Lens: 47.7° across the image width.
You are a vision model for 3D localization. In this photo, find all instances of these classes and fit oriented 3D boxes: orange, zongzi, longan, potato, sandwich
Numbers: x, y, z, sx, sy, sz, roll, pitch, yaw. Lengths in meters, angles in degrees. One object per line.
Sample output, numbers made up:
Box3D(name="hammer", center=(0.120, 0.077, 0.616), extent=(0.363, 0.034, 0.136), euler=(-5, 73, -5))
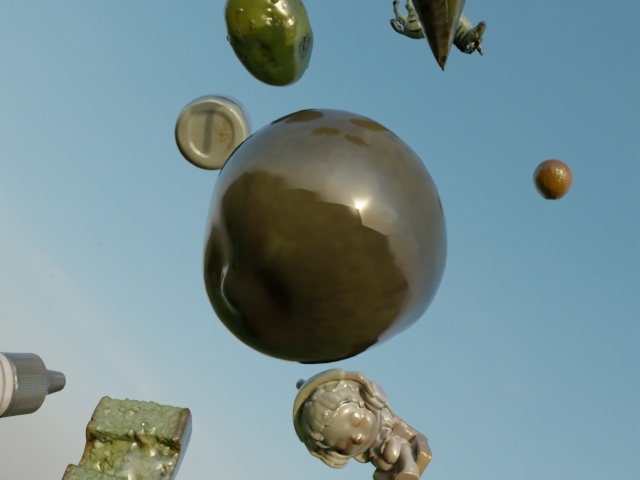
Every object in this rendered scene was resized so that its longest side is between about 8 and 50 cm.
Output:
Box3D(name="orange", center=(0.468, -0.122, 1.464), extent=(0.085, 0.085, 0.085), euler=(28, -30, 18))
Box3D(name="zongzi", center=(0.243, -0.492, 1.315), extent=(0.139, 0.286, 0.299), euler=(5, -55, 40))
Box3D(name="longan", center=(0.000, 0.000, 0.984), extent=(0.361, 0.361, 0.361), euler=(28, -30, 18))
Box3D(name="potato", center=(-0.112, -0.455, 1.565), extent=(0.148, 0.186, 0.253), euler=(-154, -128, -79))
Box3D(name="sandwich", center=(-0.250, 0.319, 0.891), extent=(0.122, 0.235, 0.128), euler=(13, -41, 1))

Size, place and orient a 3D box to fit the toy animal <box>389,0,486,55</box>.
Box3D(name="toy animal", center=(0.260, -0.483, 1.609), extent=(0.217, 0.175, 0.073), euler=(-4, -9, 20))

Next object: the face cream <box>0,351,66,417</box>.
Box3D(name="face cream", center=(-0.401, 0.151, 0.742), extent=(0.092, 0.092, 0.311), euler=(16, 4, 36))

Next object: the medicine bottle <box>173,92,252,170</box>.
Box3D(name="medicine bottle", center=(-0.190, -0.203, 1.326), extent=(0.131, 0.131, 0.250), euler=(44, 6, -11))

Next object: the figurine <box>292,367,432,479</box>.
Box3D(name="figurine", center=(0.055, 0.299, 1.144), extent=(0.237, 0.162, 0.141), euler=(38, 13, 4))
